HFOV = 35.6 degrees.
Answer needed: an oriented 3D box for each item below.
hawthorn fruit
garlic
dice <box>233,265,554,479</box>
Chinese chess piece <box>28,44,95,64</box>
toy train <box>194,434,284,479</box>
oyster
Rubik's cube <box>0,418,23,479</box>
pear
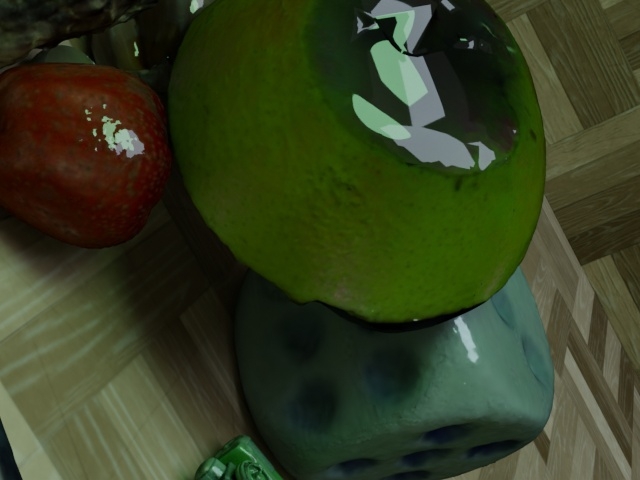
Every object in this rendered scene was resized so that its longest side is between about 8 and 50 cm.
[{"bbox_3d":[-0.227,-0.082,0.820,0.203,0.162,0.162,19,48,-34],"label":"hawthorn fruit"},{"bbox_3d":[-0.134,-0.202,1.073,0.214,0.160,0.191,33,45,-45],"label":"garlic"},{"bbox_3d":[0.081,0.111,1.085,0.262,0.264,0.268,29,43,-52],"label":"dice"},{"bbox_3d":[-0.242,-0.144,0.948,0.084,0.034,0.084,35,42,-39],"label":"Chinese chess piece"},{"bbox_3d":[-0.020,0.286,0.925,0.251,0.085,0.119,51,11,-6],"label":"toy train"},{"bbox_3d":[-0.247,-0.197,0.816,0.275,0.271,0.100,-144,-143,-81],"label":"oyster"},{"bbox_3d":[-0.296,0.125,0.291,0.307,0.305,0.310,-12,81,-62],"label":"Rubik's cube"},{"bbox_3d":[0.062,-0.127,0.897,0.399,0.165,0.399,14,54,-20],"label":"pear"}]
